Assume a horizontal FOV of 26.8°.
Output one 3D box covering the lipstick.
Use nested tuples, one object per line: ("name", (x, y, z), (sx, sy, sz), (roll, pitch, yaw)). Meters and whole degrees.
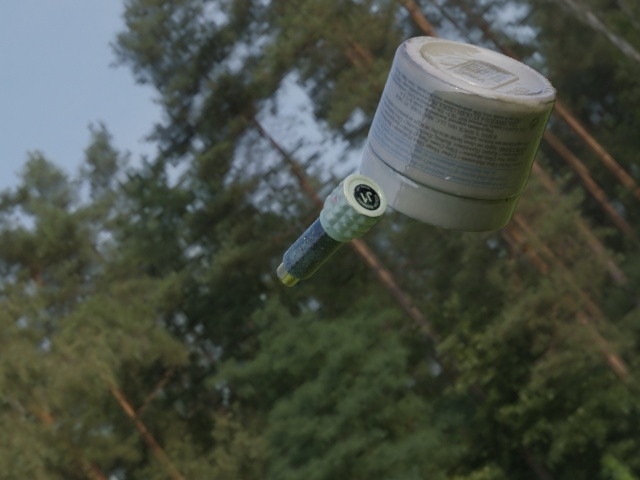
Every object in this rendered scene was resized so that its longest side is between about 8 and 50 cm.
("lipstick", (0.000, 0.000, 0.919), (0.037, 0.037, 0.116), (-22, -17, -45))

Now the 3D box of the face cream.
("face cream", (0.144, -0.116, 1.417), (0.177, 0.177, 0.153), (-18, -47, -50))
